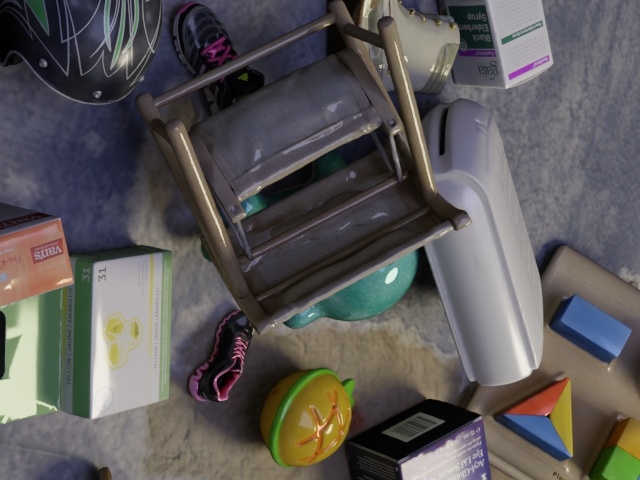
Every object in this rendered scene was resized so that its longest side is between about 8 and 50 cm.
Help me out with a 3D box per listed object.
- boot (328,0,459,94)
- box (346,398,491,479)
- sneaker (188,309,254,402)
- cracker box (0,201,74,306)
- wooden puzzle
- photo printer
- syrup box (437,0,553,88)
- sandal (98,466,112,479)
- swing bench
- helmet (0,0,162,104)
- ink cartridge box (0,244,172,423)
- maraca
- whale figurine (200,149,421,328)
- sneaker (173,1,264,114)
[{"bbox_3d":[0.094,-0.278,1.551,0.165,0.077,0.213,-6,106,-36],"label":"boot"},{"bbox_3d":[0.136,0.335,1.668,0.153,0.108,0.207,-23,111,-33],"label":"box"},{"bbox_3d":[-0.102,0.136,1.483,0.047,0.057,0.119,36,75,-34],"label":"sneaker"},{"bbox_3d":[-0.347,0.015,1.160,0.156,0.232,0.067,-19,109,-34],"label":"cracker box"},{"bbox_3d":[0.398,0.210,1.749,0.322,0.080,0.348,32,68,2],"label":"wooden puzzle"},{"bbox_3d":[0.191,-0.013,1.580,0.256,0.107,0.307,-73,147,-62],"label":"photo printer"},{"bbox_3d":[0.211,-0.317,1.622,0.096,0.093,0.236,-27,114,-32],"label":"syrup box"},{"bbox_3d":[-0.251,0.338,1.404,0.049,0.072,0.180,7,98,-17],"label":"sandal"},{"bbox_3d":[-0.017,-0.079,1.345,0.253,0.165,0.254,-27,114,-10],"label":"swing bench"},{"bbox_3d":[-0.233,-0.219,1.253,0.169,0.161,0.169,-7,102,-37],"label":"helmet"},{"bbox_3d":[-0.253,0.101,1.327,0.235,0.056,0.171,-9,104,-54],"label":"ink cartridge box"},{"bbox_3d":[-0.008,0.214,1.547,0.186,0.099,0.127,16,99,-63],"label":"maraca"},{"bbox_3d":[0.000,0.000,1.484,0.272,0.141,0.216,15,89,-34],"label":"whale figurine"},{"bbox_3d":[-0.102,-0.186,1.415,0.063,0.075,0.170,-37,118,-27],"label":"sneaker"}]
